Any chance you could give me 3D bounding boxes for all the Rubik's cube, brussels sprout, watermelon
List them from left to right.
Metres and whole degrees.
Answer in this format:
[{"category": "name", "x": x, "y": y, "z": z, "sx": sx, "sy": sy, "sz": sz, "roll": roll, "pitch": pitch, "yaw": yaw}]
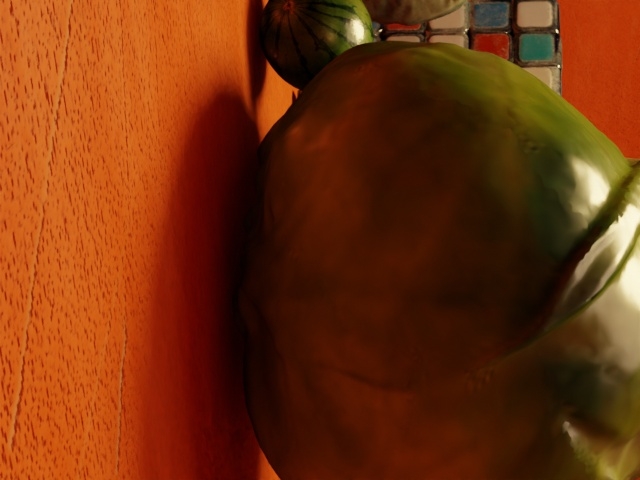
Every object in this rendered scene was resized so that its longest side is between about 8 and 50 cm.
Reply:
[{"category": "watermelon", "x": -0.002, "y": -0.170, "z": 1.016, "sx": 0.109, "sy": 0.109, "sz": 0.109, "roll": 0, "pitch": 90, "yaw": -82}, {"category": "Rubik's cube", "x": 0.167, "y": -0.119, "z": 1.576, "sx": 0.287, "sy": 0.291, "sz": 0.293, "roll": 76, "pitch": 18, "yaw": -59}, {"category": "brussels sprout", "x": 0.107, "y": 0.042, "z": 0.891, "sx": 0.361, "sy": 0.342, "sz": 0.425, "roll": 89, "pitch": -7, "yaw": -73}]

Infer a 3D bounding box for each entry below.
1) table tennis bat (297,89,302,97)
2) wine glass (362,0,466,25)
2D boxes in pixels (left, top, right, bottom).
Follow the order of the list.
[{"category": "table tennis bat", "x": -0.021, "y": -0.017, "z": 1.175, "sx": 0.154, "sy": 0.021, "sz": 0.274, "roll": 65, "pitch": 28, "yaw": -73}, {"category": "wine glass", "x": 0.075, "y": -0.325, "z": 1.055, "sx": 0.406, "sy": 0.267, "sz": 0.267, "roll": 27, "pitch": 63, "yaw": -85}]
